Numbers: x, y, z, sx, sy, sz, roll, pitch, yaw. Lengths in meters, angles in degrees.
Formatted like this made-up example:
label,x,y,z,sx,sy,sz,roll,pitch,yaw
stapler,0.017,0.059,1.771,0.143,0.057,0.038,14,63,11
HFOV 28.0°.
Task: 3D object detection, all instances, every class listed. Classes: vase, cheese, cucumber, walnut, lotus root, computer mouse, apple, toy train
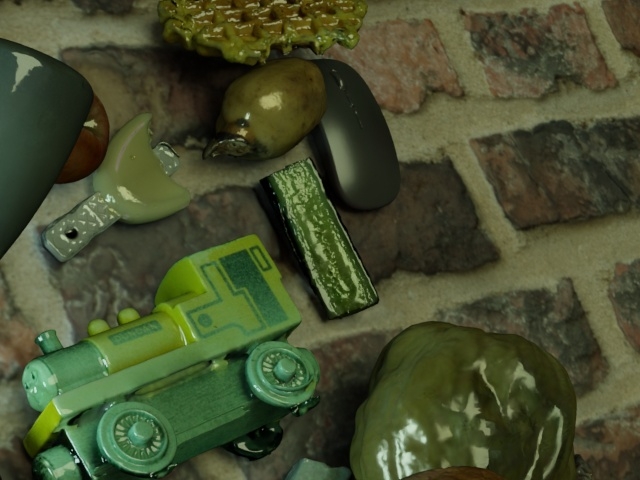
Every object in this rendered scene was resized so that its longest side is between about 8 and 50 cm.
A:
label,x,y,z,sx,sy,sz,roll,pitch,yaw
vase,-0.355,-0.035,1.303,0.173,0.173,0.321,20,78,-26
cheese,-0.244,-0.052,1.517,0.127,0.050,0.235,50,47,-3
cucumber,-0.002,0.001,1.659,0.078,0.062,0.211,-25,87,-7
walnut,0.174,0.236,1.515,0.253,0.282,0.277,3,63,15
lotus root,-0.070,-0.162,1.646,0.118,0.125,0.221,19,39,23
computer mouse,0.039,-0.151,1.766,0.120,0.057,0.232,-7,71,-38
apple,-0.304,-0.124,1.473,0.126,0.102,0.126,-15,90,-69
toy train,-0.172,0.151,1.403,0.369,0.150,0.237,-19,70,-40

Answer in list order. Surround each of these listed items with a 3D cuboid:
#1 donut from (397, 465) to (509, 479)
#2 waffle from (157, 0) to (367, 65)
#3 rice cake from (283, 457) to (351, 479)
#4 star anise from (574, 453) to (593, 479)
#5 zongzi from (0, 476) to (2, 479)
label,x,y,z,sx,sy,sz,roll,pitch,yaw
donut,0.115,0.380,1.323,0.317,0.299,0.150,7,17,-6
waffle,-0.078,-0.300,1.689,0.291,0.051,0.291,6,39,-5
rice cake,-0.039,0.332,1.444,0.069,0.063,0.206,35,49,-7
star anise,0.312,0.367,1.673,0.208,0.063,0.172,-1,68,-36
zongzi,-0.327,0.228,1.216,0.084,0.184,0.187,4,64,-35
